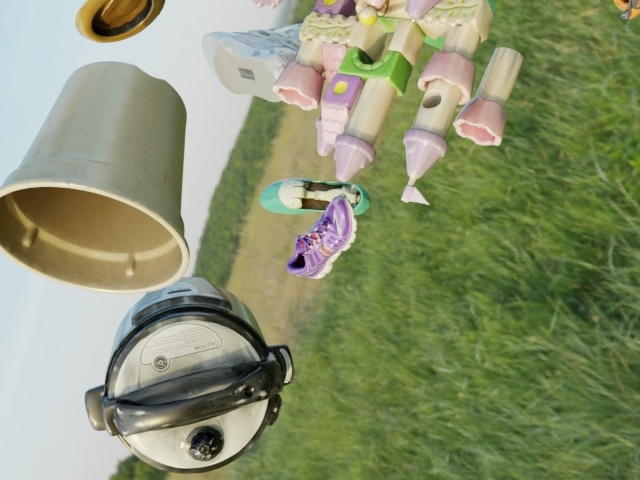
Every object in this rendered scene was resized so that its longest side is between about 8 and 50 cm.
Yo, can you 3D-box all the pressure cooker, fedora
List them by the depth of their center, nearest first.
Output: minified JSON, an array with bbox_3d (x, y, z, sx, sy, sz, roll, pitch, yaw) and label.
[{"bbox_3d":[-0.407,-0.478,1.618,0.079,0.194,0.194,62,155,17],"label":"fedora"},{"bbox_3d":[-0.275,0.295,1.767,0.370,0.375,0.420,-55,13,2],"label":"pressure cooker"}]

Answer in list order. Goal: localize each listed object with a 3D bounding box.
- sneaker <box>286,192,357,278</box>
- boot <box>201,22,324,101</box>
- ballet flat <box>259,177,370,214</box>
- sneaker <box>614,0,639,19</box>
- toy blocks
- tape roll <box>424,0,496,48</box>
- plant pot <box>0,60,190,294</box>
[{"bbox_3d":[0.000,0.000,1.248,0.170,0.071,0.068,-60,45,35],"label":"sneaker"},{"bbox_3d":[-0.074,-0.278,1.224,0.258,0.123,0.095,33,146,48],"label":"boot"},{"bbox_3d":[-0.014,-0.100,1.767,0.087,0.247,0.083,67,-153,-79],"label":"ballet flat"},{"bbox_3d":[0.640,-0.520,1.543,0.180,0.125,0.321,-25,6,37],"label":"sneaker"},{"bbox_3d":[0.051,-0.196,1.009,0.309,0.288,0.260,38,-107,-53],"label":"toy blocks"},{"bbox_3d":[0.292,-0.620,2.056,0.077,0.321,0.321,-52,21,46],"label":"tape roll"},{"bbox_3d":[-0.361,-0.120,1.387,0.334,0.333,0.306,118,162,-56],"label":"plant pot"}]
